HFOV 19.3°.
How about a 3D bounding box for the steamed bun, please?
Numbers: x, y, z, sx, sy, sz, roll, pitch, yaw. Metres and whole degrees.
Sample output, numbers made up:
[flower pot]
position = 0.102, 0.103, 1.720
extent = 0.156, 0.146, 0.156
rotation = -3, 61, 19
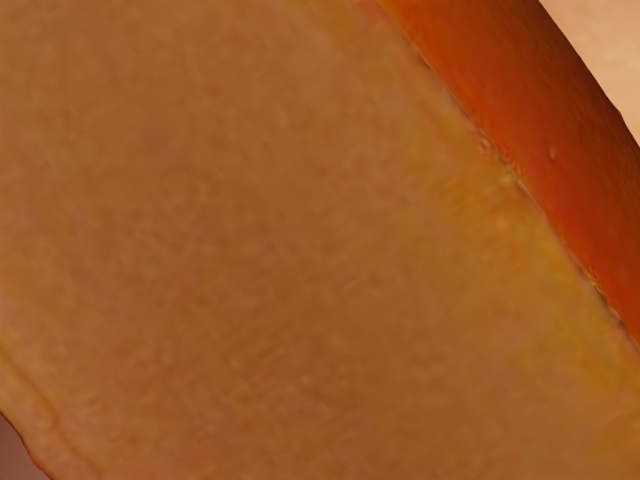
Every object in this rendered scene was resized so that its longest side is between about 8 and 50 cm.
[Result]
[steamed bun]
position = 0.000, 0.000, 0.703
extent = 0.235, 0.248, 0.379
rotation = -34, 104, 16
